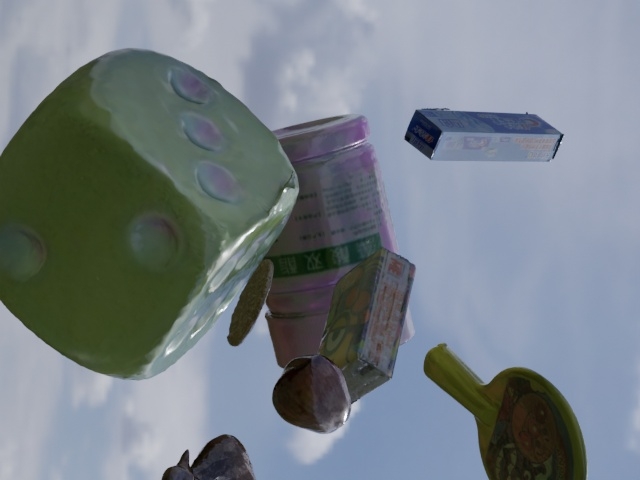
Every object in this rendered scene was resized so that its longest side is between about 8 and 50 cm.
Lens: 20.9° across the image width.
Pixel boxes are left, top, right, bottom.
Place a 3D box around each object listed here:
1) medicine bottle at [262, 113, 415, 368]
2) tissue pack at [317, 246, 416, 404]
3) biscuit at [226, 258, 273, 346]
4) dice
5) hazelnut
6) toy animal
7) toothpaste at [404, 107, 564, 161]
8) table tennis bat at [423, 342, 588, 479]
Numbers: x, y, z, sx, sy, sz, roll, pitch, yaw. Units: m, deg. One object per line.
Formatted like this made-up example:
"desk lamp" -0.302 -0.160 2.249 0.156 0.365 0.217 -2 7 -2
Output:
"medicine bottle" 0.000 0.000 2.446 0.212 0.212 0.326 -160 -123 -73
"tissue pack" 0.046 0.095 1.913 0.108 0.060 0.148 -36 -147 51
"biscuit" -0.087 0.078 2.165 0.120 0.015 0.120 -59 -165 26
"dice" -0.189 -0.030 1.782 0.254 0.249 0.252 -55 174 26
"hazelnut" -0.006 0.154 1.707 0.086 0.086 0.086 -179 -90 -74
"toy animal" -0.100 0.269 1.571 0.179 0.089 0.188 10 87 -64
"toothpaste" 0.237 -0.150 2.496 0.066 0.272 0.053 40 -62 37
"table tennis bat" 0.263 0.261 2.507 0.368 0.054 0.224 44 -47 45
